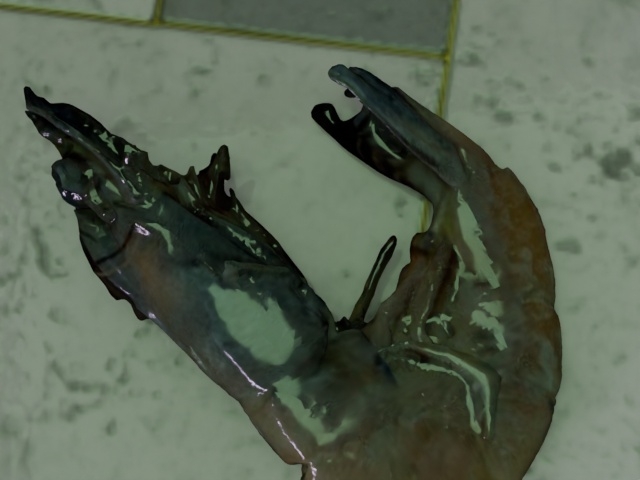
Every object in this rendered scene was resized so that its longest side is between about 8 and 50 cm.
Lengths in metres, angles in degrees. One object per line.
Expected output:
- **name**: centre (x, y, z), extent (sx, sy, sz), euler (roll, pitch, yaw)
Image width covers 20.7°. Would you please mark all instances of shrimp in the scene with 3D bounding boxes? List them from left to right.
- **shrimp**: centre (0.001, -0.002, 0.823), extent (0.289, 0.075, 0.178), euler (44, 80, 12)
